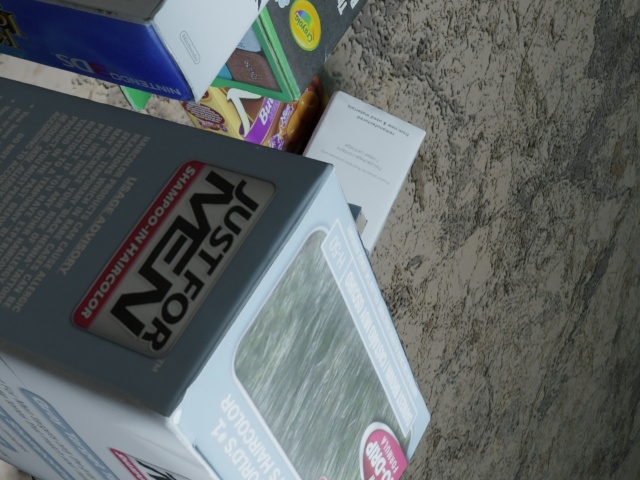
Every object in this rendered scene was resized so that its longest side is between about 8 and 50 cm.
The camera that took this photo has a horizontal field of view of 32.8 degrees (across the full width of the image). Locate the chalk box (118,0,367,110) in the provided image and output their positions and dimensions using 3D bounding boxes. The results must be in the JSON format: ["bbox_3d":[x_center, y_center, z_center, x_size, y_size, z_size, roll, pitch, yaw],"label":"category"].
[{"bbox_3d":[-0.072,-0.220,0.717,0.289,0.179,0.180,-56,147,-25],"label":"chalk box"}]

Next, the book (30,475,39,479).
[{"bbox_3d":[-0.183,0.205,0.899,0.096,0.035,0.144,-47,142,-43],"label":"book"}]

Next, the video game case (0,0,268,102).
[{"bbox_3d":[-0.112,-0.203,0.561,0.244,0.269,0.061,-59,149,-21],"label":"video game case"}]

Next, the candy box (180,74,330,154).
[{"bbox_3d":[-0.062,-0.135,0.901,0.109,0.053,0.187,-60,147,-20],"label":"candy box"}]

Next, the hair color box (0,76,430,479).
[{"bbox_3d":[-0.151,0.021,0.507,0.114,0.374,0.185,-57,147,-25],"label":"hair color box"}]

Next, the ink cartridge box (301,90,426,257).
[{"bbox_3d":[0.000,0.000,0.977,0.160,0.092,0.219,107,8,-77],"label":"ink cartridge box"}]
